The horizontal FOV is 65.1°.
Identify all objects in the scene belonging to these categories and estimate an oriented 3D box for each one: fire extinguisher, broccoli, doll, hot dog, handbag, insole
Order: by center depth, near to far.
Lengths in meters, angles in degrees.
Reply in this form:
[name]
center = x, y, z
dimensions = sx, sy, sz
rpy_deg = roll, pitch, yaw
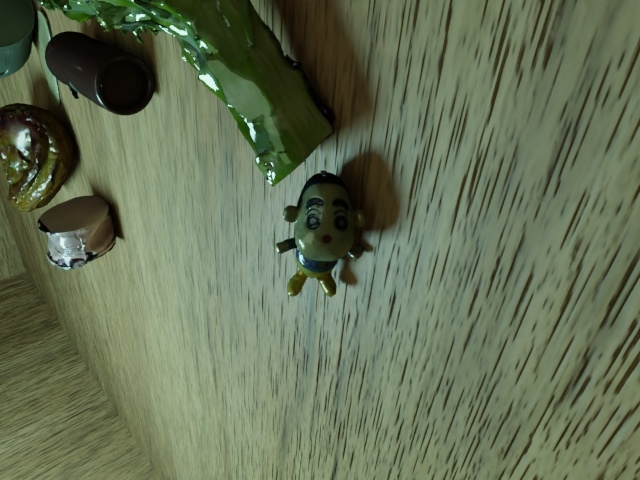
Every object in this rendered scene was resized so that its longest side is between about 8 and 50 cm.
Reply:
[broccoli]
center = -0.138, -0.224, 0.543
dimensions = 0.252, 0.221, 0.361
rpy_deg = -13, 102, 18
[doll]
center = 0.000, 0.000, 0.573
dimensions = 0.088, 0.102, 0.179
rpy_deg = -95, 7, -54
[fire extinguisher]
center = -0.427, -0.304, 0.922
dimensions = 0.344, 0.102, 0.137
rpy_deg = 31, 134, 39
[insole]
center = -0.666, -0.441, 1.229
dimensions = 0.081, 0.011, 0.247
rpy_deg = 47, 141, 23
[handbag]
center = -0.620, -0.022, 1.285
dimensions = 0.205, 0.179, 0.116
rpy_deg = 27, 137, 42
[hot dog]
center = -0.805, -0.225, 1.397
dimensions = 0.388, 0.174, 0.266
rpy_deg = -15, 96, 55

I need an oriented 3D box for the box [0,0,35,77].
[box]
center = -0.800, -0.512, 1.173
dimensions = 0.149, 0.226, 0.226
rpy_deg = -24, 90, 55

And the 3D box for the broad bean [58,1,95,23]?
[broad bean]
center = -0.379, -0.437, 0.790
dimensions = 0.169, 0.100, 0.228
rpy_deg = 55, 143, 3
